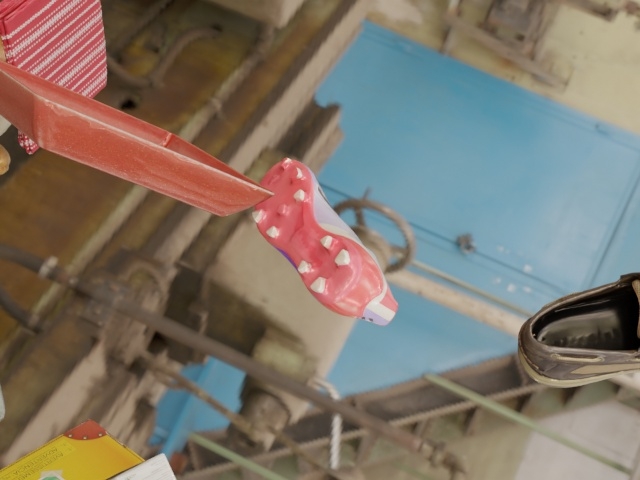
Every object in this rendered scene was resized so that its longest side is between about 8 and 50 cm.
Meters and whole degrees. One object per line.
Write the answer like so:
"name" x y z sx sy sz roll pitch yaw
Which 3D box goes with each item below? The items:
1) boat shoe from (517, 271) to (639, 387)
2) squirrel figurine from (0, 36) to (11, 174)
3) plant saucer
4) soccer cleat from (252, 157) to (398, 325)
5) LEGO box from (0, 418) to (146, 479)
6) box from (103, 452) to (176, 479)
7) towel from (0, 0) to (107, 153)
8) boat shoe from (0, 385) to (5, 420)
"boat shoe" 0.426 0.104 1.370 0.130 0.355 0.132 49 24 -67
"squirrel figurine" -0.625 -0.264 1.679 0.281 0.397 0.370 -44 -172 7
"plant saucer" -0.211 -0.102 1.075 0.259 0.258 0.048 22 95 -36
"soccer cleat" 0.000 0.000 1.105 0.083 0.248 0.095 -45 127 7
"LEGO box" -0.421 0.529 1.585 0.500 0.372 0.193 -28 130 -37
"box" -0.266 0.369 1.521 0.101 0.087 0.102 -30 173 37
"towel" -0.385 -0.277 1.561 0.199 0.031 0.275 -52 162 -34
"boat shoe" -0.371 0.143 0.957 0.103 0.118 0.320 -18 -179 -33
